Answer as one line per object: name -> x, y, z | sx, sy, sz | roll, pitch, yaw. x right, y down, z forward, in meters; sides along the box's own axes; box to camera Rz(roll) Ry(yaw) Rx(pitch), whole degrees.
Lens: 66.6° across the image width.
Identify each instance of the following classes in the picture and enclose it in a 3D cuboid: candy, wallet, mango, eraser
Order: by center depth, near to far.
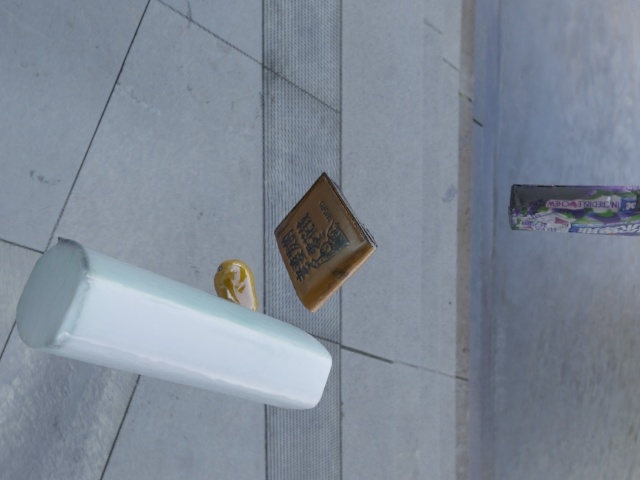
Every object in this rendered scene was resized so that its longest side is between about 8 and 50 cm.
eraser -> -0.150, 0.098, 0.526 | 0.289, 0.189, 0.104 | 28, 72, -35
candy -> 0.464, -0.047, 0.778 | 0.088, 0.311, 0.061 | 50, 49, -54
wallet -> -0.003, 0.000, 0.802 | 0.041, 0.196, 0.161 | 21, 120, -38
mango -> -0.153, 0.089, 0.899 | 0.080, 0.060, 0.115 | -40, 114, -43
